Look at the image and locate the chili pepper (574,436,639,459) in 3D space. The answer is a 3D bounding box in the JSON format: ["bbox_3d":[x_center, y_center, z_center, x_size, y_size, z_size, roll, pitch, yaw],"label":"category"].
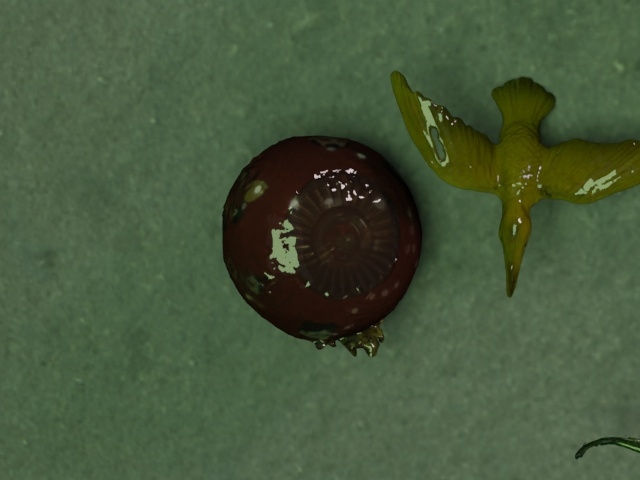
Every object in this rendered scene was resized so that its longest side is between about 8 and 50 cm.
[{"bbox_3d":[0.327,0.220,1.361,0.122,0.065,0.279,-42,89,18],"label":"chili pepper"}]

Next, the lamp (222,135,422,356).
[{"bbox_3d":[-0.005,-0.002,1.403,0.156,0.135,0.157,26,81,-17],"label":"lamp"}]

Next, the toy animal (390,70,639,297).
[{"bbox_3d":[0.153,-0.040,1.357,0.219,0.095,0.155,6,102,3],"label":"toy animal"}]
